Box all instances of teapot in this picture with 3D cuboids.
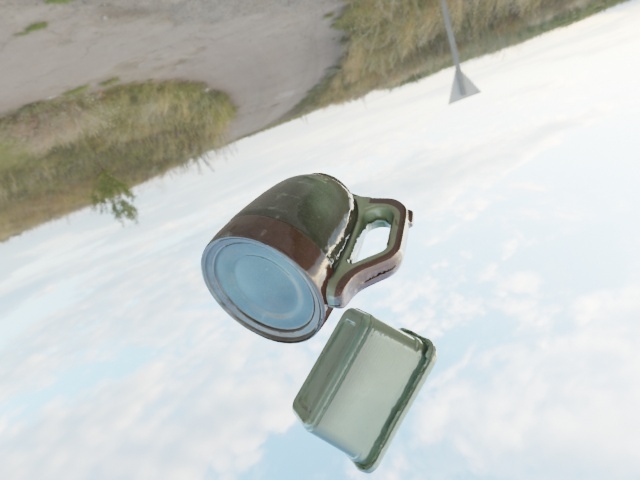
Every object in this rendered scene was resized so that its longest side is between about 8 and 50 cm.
[{"bbox_3d":[0.000,0.000,0.849,0.314,0.234,0.312,8,-139,25],"label":"teapot"}]

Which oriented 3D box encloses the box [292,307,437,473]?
[{"bbox_3d":[0.084,0.304,1.026,0.312,0.182,0.175,-59,-161,-8],"label":"box"}]
